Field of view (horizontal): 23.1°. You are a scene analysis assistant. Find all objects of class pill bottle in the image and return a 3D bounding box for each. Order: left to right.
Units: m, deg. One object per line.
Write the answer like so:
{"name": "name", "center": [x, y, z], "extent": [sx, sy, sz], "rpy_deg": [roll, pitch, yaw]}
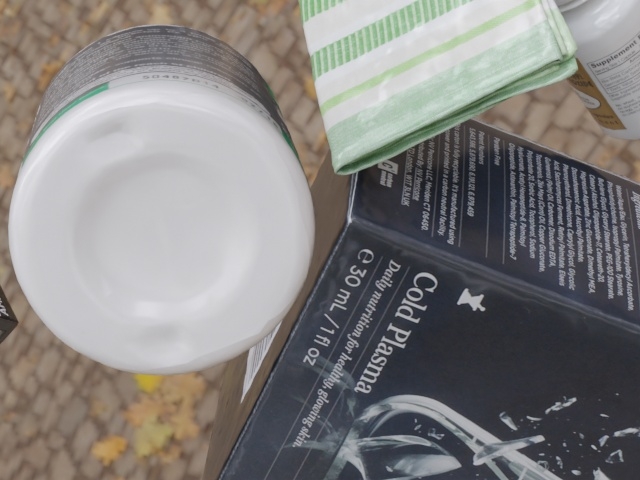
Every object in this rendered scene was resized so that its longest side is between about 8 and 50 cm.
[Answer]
{"name": "pill bottle", "center": [-0.120, -0.052, 1.183], "extent": [0.204, 0.204, 0.361], "rpy_deg": [-52, 15, 10]}
{"name": "pill bottle", "center": [0.304, -0.227, 1.670], "extent": [0.131, 0.229, 0.131], "rpy_deg": [-27, 36, 22]}

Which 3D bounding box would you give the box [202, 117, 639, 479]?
{"name": "box", "center": [0.168, 0.153, 1.712], "extent": [0.297, 0.471, 0.480], "rpy_deg": [-83, 15, -54]}

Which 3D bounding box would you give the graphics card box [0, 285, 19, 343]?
{"name": "graphics card box", "center": [-0.628, 0.123, 2.146], "extent": [0.233, 0.371, 0.094], "rpy_deg": [-46, 55, 16]}

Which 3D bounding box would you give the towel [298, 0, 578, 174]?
{"name": "towel", "center": [0.099, -0.229, 1.529], "extent": [0.248, 0.038, 0.325], "rpy_deg": [-24, 49, 14]}
